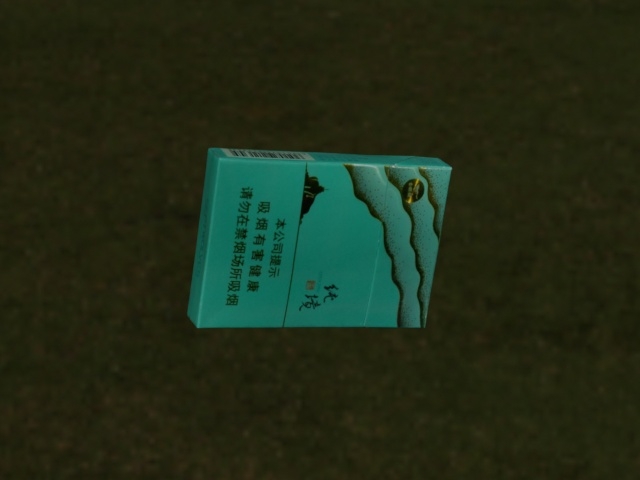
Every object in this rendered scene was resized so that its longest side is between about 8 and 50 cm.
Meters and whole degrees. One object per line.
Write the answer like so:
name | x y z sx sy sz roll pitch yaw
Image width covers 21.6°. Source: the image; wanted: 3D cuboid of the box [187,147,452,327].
box | 0.000 0.000 1.519 0.226 0.160 0.042 2 20 -23
